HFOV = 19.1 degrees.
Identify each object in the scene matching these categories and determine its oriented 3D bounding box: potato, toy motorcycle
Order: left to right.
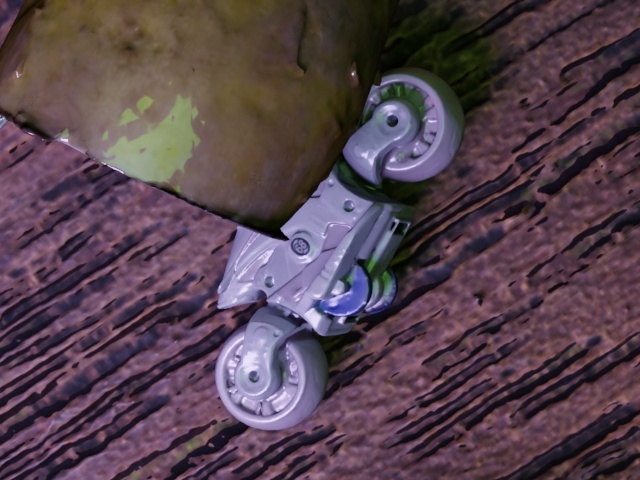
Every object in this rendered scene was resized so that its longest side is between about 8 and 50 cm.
[{"bbox_3d":[-0.054,-0.155,1.118,0.229,0.229,0.266,23,89,-9],"label":"potato"},{"bbox_3d":[0.000,0.000,1.206,0.112,0.112,0.254,26,98,-9],"label":"toy motorcycle"}]

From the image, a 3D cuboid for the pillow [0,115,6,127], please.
[{"bbox_3d":[-0.256,-0.053,1.186,0.091,0.055,0.135,30,95,-7],"label":"pillow"}]
